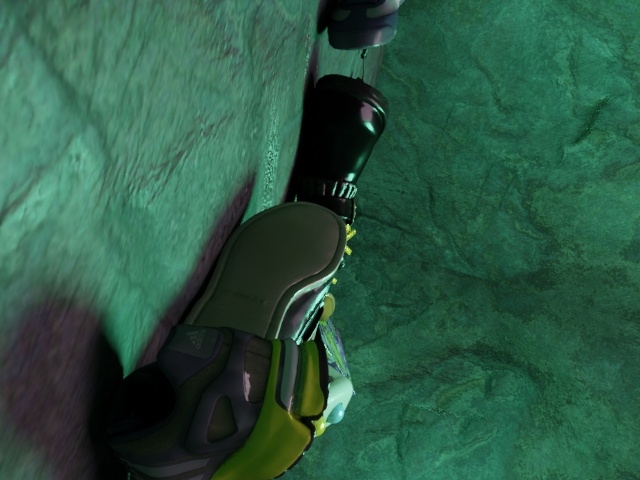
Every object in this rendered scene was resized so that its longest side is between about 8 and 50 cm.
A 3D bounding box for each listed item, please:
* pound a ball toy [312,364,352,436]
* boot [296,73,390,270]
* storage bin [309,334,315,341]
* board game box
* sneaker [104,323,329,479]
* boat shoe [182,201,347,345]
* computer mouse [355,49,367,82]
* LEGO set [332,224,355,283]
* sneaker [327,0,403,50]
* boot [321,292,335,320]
[{"bbox_3d":[-0.044,0.359,1.398,0.319,0.136,0.208,-11,129,-56],"label":"pound a ball toy"},{"bbox_3d":[0.014,-0.092,1.077,0.348,0.131,0.260,97,10,-71],"label":"boot"},{"bbox_3d":[-0.107,0.251,0.821,0.260,0.123,0.262,101,6,-53],"label":"storage bin"},{"bbox_3d":[0.014,0.289,1.860,0.056,0.208,0.347,-32,-159,6],"label":"board game box"},{"bbox_3d":[-0.113,0.158,0.498,0.300,0.121,0.111,-54,-161,32],"label":"sneaker"},{"bbox_3d":[-0.063,0.078,0.706,0.340,0.127,0.113,-67,173,-52],"label":"boat shoe"},{"bbox_3d":[0.097,-0.435,1.643,0.071,0.041,0.241,-103,-159,-79],"label":"computer mouse"},{"bbox_3d":[0.000,0.000,1.510,0.132,0.107,0.286,-15,118,-51],"label":"LEGO set"},{"bbox_3d":[0.072,-0.403,0.980,0.319,0.112,0.131,-74,161,-48],"label":"sneaker"},{"bbox_3d":[-0.039,0.221,1.610,0.283,0.109,0.220,75,24,-65],"label":"boot"}]
